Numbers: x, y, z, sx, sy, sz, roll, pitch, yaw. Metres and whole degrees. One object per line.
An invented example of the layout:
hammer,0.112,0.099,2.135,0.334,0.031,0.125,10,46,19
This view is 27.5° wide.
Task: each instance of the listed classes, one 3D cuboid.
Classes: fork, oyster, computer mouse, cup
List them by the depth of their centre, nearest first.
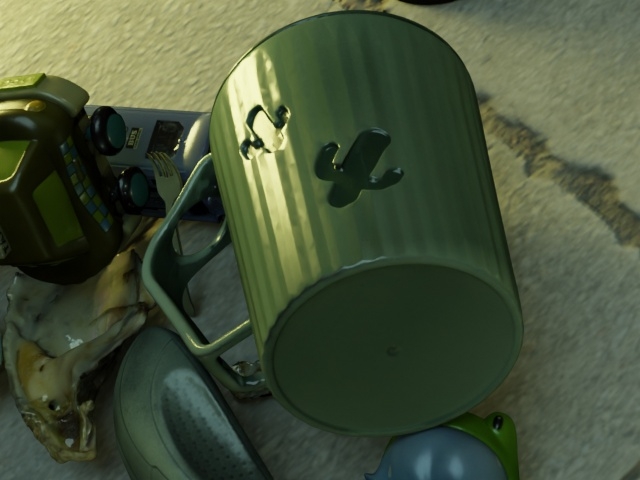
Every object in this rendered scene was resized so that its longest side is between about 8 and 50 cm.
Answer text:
cup,0.022,0.007,1.421,0.401,0.310,0.392,-51,31,31
computer mouse,-0.133,0.261,1.433,0.122,0.188,0.371,-28,61,-22
oyster,-0.069,0.165,1.563,0.083,0.019,0.054,-11,61,13
fork,-0.174,-0.007,1.596,0.034,0.219,0.028,-4,20,16
oyster,-0.294,0.123,1.604,0.275,0.100,0.271,19,70,44

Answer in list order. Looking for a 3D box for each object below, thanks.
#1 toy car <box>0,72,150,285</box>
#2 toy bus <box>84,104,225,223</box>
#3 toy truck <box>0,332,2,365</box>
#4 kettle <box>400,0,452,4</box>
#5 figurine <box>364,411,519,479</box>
toy car,-0.337,-0.049,1.542,0.204,0.248,0.198,-3,36,24
toy bus,-0.189,-0.099,1.661,0.292,0.133,0.125,6,66,19
toy truck,-0.550,0.123,1.572,0.162,0.305,0.136,-55,31,25
kettle,0.151,-0.464,1.628,0.321,0.324,0.228,27,75,26
figurine,0.121,0.300,1.381,0.162,0.143,0.263,12,85,26
